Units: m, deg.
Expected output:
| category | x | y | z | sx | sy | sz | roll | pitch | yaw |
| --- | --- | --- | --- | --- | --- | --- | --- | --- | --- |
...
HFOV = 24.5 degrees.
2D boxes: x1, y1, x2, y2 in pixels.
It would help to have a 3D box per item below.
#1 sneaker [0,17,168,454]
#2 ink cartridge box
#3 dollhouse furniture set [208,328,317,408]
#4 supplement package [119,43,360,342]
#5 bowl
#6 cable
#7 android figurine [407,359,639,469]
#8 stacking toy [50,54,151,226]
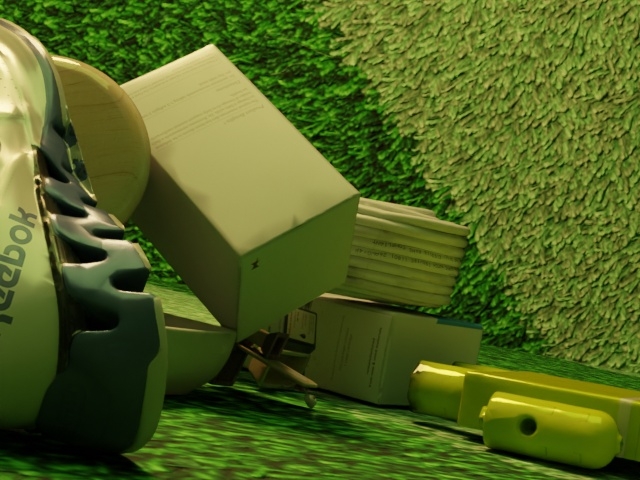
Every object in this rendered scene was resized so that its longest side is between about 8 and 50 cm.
| category | x | y | z | sx | sy | sz | roll | pitch | yaw |
| --- | --- | --- | --- | --- | --- | --- | --- | --- | --- |
| sneaker | -0.214 | -0.016 | 0.737 | 0.182 | 0.127 | 0.315 | 0 | 37 | -35 |
| ink cartridge box | 0.024 | 0.089 | 1.298 | 0.191 | 0.082 | 0.140 | 9 | -1 | 40 |
| dollhouse furniture set | -0.011 | 0.090 | 1.131 | 0.081 | 0.091 | 0.114 | 28 | 4 | 26 |
| supplement package | -0.070 | -0.036 | 1.069 | 0.105 | 0.105 | 0.179 | -28 | 59 | -26 |
| bowl | -0.143 | 0.071 | 1.004 | 0.142 | 0.053 | 0.142 | 10 | -1 | 29 |
| cable | 0.000 | 0.000 | 1.292 | 0.257 | 0.089 | 0.257 | 11 | 0 | -22 |
| android figurine | 0.212 | 0.139 | 1.125 | 0.273 | 0.056 | 0.248 | 10 | -1 | 23 |
| stacking toy | -0.219 | -0.006 | 1.104 | 0.141 | 0.141 | 0.330 | 11 | -23 | -12 |
